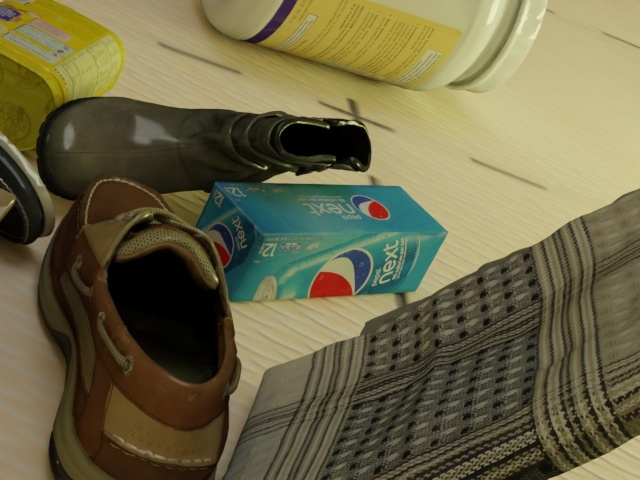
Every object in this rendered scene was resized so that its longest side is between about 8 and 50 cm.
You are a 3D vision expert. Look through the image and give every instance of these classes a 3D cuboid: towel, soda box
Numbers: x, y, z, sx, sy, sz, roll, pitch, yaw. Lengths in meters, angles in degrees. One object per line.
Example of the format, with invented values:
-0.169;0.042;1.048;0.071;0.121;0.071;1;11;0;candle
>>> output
0.078;0.075;0.844;0.056;0.312;0.324;57;20;-10;towel
0.000;0.000;1.162;0.210;0.067;0.071;-2;37;-44;soda box

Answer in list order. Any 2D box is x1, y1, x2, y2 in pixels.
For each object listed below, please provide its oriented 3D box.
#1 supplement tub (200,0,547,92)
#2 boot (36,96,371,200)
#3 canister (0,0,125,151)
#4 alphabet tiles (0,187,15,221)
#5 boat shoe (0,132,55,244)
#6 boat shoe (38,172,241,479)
0.059;-0.300;1.582;0.331;0.241;0.241;14;28;-25;supplement tub
-0.084;-0.078;1.126;0.161;0.083;0.247;-3;1;41;boot
-0.247;-0.147;1.208;0.126;0.073;0.170;27;24;3;canister
-0.348;-0.015;0.801;0.285;0.011;0.342;27;46;1;alphabet tiles
-0.289;-0.063;1.025;0.233;0.084;0.079;36;50;12;boat shoe
-0.105;0.042;0.926;0.123;0.120;0.324;15;28;-22;boat shoe
